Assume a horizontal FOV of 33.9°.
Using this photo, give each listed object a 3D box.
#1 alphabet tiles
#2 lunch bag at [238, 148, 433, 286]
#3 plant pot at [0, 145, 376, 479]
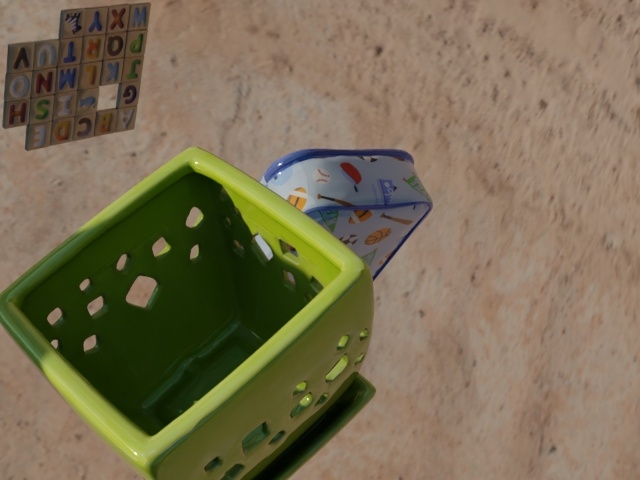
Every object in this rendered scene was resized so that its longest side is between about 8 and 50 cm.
[{"bbox_3d":[-0.338,-0.228,1.460,0.009,0.237,0.198,30,121,30],"label":"alphabet tiles"},{"bbox_3d":[0.000,0.000,1.399,0.303,0.243,0.115,-52,53,45],"label":"lunch bag"},{"bbox_3d":[-0.094,0.097,0.870,0.227,0.228,0.207,36,155,35],"label":"plant pot"}]
